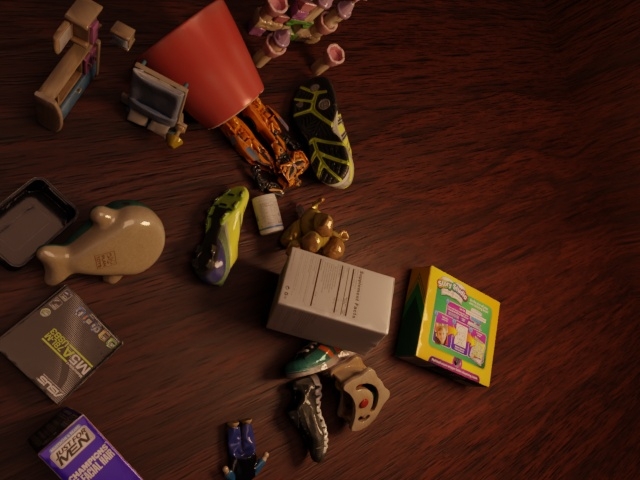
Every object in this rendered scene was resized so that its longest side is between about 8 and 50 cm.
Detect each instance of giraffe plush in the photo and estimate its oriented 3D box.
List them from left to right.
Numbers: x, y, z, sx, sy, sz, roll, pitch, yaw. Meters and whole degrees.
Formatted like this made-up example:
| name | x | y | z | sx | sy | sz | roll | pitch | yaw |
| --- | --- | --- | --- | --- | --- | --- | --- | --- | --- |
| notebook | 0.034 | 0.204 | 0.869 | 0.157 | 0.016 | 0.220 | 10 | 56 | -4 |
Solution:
| name | x | y | z | sx | sy | sz | roll | pitch | yaw |
| --- | --- | --- | --- | --- | --- | --- | --- | --- | --- |
| giraffe plush | 0.000 | 0.000 | 1.535 | 0.170 | 0.181 | 0.210 | 45 | 23 | -30 |

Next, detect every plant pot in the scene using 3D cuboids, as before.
| name | x | y | z | sx | sy | sz | roll | pitch | yaw |
| --- | --- | --- | --- | --- | --- | --- | --- | --- | --- |
| plant pot | -0.293 | -0.443 | 1.358 | 0.243 | 0.275 | 0.275 | 53 | 56 | -24 |

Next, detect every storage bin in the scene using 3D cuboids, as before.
| name | x | y | z | sx | sy | sz | roll | pitch | yaw |
| --- | --- | --- | --- | --- | --- | --- | --- | --- | --- |
| storage bin | -0.634 | -0.034 | 1.128 | 0.122 | 0.084 | 0.180 | 48 | 59 | -18 |

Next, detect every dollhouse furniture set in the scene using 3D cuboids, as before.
| name | x | y | z | sx | sy | sz | roll | pitch | yaw |
| --- | --- | --- | --- | --- | --- | --- | --- | --- | --- |
| dollhouse furniture set | -0.448 | -0.320 | 1.193 | 0.304 | 0.286 | 0.198 | 27 | 66 | -15 |

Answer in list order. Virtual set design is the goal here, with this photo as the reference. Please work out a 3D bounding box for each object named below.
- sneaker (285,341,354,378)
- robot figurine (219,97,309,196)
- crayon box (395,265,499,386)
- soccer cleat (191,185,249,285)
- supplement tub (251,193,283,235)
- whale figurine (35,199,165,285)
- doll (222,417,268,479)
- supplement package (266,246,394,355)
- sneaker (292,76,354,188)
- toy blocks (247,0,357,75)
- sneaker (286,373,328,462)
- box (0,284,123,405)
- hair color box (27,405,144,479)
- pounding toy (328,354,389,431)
| name | x | y | z | sx | sy | sz | roll | pitch | yaw |
| --- | --- | --- | --- | --- | --- | --- | --- | --- | --- |
| sneaker | 0.011 | 0.298 | 1.500 | 0.302 | 0.108 | 0.120 | -18 | 82 | -38 |
| robot figurine | -0.149 | -0.269 | 1.512 | 0.291 | 0.085 | 0.211 | 48 | 59 | -17 |
| crayon box | 0.444 | 0.298 | 1.790 | 0.363 | 0.106 | 0.312 | 27 | 65 | -28 |
| soccer cleat | -0.255 | -0.014 | 1.401 | 0.121 | 0.094 | 0.289 | 54 | 45 | -51 |
| supplement tub | -0.149 | -0.073 | 1.480 | 0.071 | 0.071 | 0.107 | -13 | 87 | -36 |
| whale figurine | -0.495 | 0.002 | 1.179 | 0.272 | 0.141 | 0.216 | -23 | 137 | -30 |
| doll | -0.192 | 0.555 | 1.331 | 0.129 | 0.046 | 0.188 | 1 | 79 | -34 |
| supplement package | 0.026 | 0.168 | 1.411 | 0.293 | 0.177 | 0.175 | 18 | 56 | -7 |
| sneaker | 0.011 | -0.329 | 1.627 | 0.147 | 0.145 | 0.384 | 44 | 35 | -68 |
| toy blocks | -0.054 | -0.693 | 1.561 | 0.289 | 0.260 | 0.308 | -6 | 84 | -35 |
| sneaker | -0.043 | 0.489 | 1.433 | 0.106 | 0.078 | 0.234 | 1 | 76 | -32 |
| box | -0.567 | 0.226 | 1.143 | 0.190 | 0.045 | 0.184 | 52 | 54 | -14 |
| hair color box | -0.441 | 0.508 | 1.084 | 0.110 | 0.185 | 0.338 | -45 | 107 | -33 |
| pounding toy | 0.091 | 0.437 | 1.522 | 0.154 | 0.155 | 0.269 | -42 | 130 | -11 |
